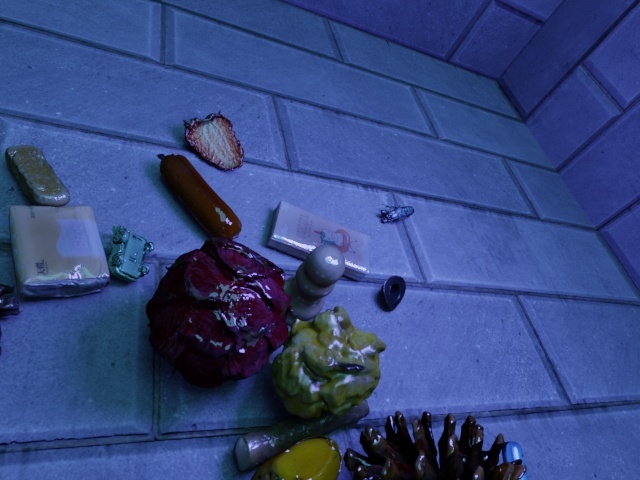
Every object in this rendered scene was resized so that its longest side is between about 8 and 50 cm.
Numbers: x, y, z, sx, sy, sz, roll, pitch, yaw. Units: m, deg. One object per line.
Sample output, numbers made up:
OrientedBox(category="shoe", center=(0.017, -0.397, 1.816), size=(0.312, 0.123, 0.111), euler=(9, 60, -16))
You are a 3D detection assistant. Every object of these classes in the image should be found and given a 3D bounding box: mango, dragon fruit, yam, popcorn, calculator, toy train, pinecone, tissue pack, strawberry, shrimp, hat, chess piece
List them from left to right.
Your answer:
OrientedBox(category="tissue pack", center=(-0.596, 0.022, 1.059), size=(0.186, 0.090, 0.222), euler=(-1, 52, -41))
OrientedBox(category="toy train", center=(-0.478, 0.030, 1.145), size=(0.099, 0.081, 0.149), euler=(38, 44, -48))
OrientedBox(category="strawberry", center=(-0.352, -0.313, 1.528), size=(0.167, 0.087, 0.207), euler=(-23, 92, -21))
OrientedBox(category="dragon fruit", center=(-0.216, 0.154, 1.030), size=(0.330, 0.329, 0.328), euler=(17, 47, -19))
OrientedBox(category="mango", center=(-0.042, 0.491, 0.954), size=(0.130, 0.167, 0.262), euler=(41, 31, 26))
OrientedBox(category="yam", center=(-0.037, 0.429, 1.070), size=(0.357, 0.081, 0.081), euler=(-7, 58, -38))
OrientedBox(category="chess piece", center=(-0.022, 0.107, 1.225), size=(0.143, 0.260, 0.142), euler=(15, 46, -17))
OrientedBox(category="tissue pack", center=(0.000, 0.000, 1.467), size=(0.326, 0.071, 0.170), euler=(22, 47, -14))
OrientedBox(category="popcorn", center=(0.018, 0.283, 1.079), size=(0.287, 0.215, 0.252), euler=(-11, 45, -43))
OrientedBox(category="hat", center=(0.223, 0.164, 1.470), size=(0.121, 0.051, 0.121), euler=(-8, 100, -47))
OrientedBox(category="shrimp", center=(0.292, -0.113, 1.737), size=(0.174, 0.076, 0.082), euler=(-14, 79, -37))
OrientedBox(category="pinecone", center=(0.225, 0.527, 0.992), size=(0.385, 0.384, 0.384), euler=(17, 47, -19))
OrientedBox(category="calculator", center=(0.487, 0.604, 1.136), size=(0.293, 0.051, 0.172), euler=(57, 29, -49))

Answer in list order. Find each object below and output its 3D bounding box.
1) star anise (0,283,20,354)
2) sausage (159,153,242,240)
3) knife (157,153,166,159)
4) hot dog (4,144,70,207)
OrientedBox(category="star anise", center=(-0.717, 0.127, 0.901), size=(0.220, 0.098, 0.214), euler=(15, 38, -20))
OrientedBox(category="sausage", center=(-0.353, -0.125, 1.339), size=(0.330, 0.102, 0.102), euler=(48, 45, 13))
OrientedBox(category="knife", center=(-0.428, -0.223, 1.442), size=(0.170, 0.010, 0.023), euler=(32, 49, -6))
OrientedBox(category="hot dog", center=(-0.703, -0.149, 1.152), size=(0.084, 0.073, 0.242), euler=(-21, 55, -43))
